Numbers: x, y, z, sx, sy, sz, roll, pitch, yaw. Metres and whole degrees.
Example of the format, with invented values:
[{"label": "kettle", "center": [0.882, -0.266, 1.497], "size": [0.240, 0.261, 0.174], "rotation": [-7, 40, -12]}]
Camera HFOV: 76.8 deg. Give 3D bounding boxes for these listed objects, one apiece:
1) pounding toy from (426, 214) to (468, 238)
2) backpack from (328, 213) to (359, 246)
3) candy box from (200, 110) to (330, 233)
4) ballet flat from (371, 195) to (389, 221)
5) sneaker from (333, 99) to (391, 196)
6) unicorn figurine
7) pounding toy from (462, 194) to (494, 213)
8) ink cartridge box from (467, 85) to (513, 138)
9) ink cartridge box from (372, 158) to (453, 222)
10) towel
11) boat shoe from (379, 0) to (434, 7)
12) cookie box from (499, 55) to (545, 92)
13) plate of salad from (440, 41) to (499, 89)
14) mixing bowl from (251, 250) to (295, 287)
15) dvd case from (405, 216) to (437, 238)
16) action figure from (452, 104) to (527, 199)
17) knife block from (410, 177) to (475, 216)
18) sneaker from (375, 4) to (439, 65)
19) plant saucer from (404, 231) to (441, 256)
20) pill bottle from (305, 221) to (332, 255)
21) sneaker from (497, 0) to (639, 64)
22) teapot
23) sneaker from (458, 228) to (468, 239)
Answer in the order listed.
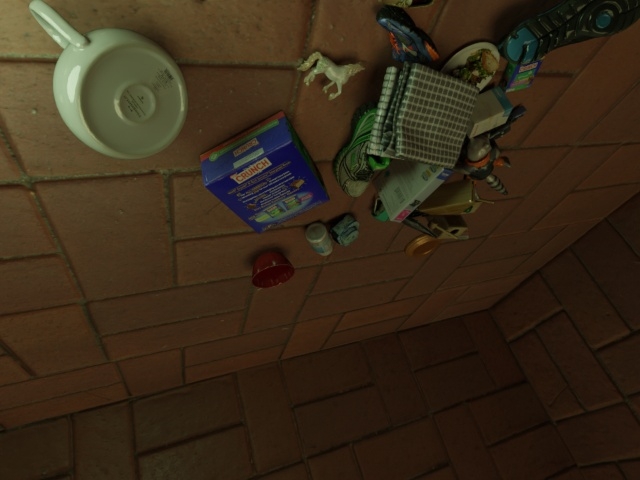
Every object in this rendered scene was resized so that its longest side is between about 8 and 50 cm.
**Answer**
[{"label": "pounding toy", "center": [0.530, -0.057, 1.758], "size": [0.205, 0.181, 0.094], "rotation": [-1, 145, -31]}, {"label": "backpack", "center": [0.105, -0.038, 1.601], "size": [0.114, 0.084, 0.105], "rotation": [-46, 157, -6]}, {"label": "candy box", "center": [-0.150, -0.180, 1.185], "size": [0.267, 0.122, 0.317], "rotation": [-25, 151, 8]}, {"label": "ballet flat", "center": [0.261, -0.161, 1.526], "size": [0.087, 0.083, 0.247], "rotation": [8, 140, -19]}, {"label": "sneaker", "center": [0.134, -0.244, 1.236], "size": [0.134, 0.147, 0.344], "rotation": [-11, 150, -17]}, {"label": "unicorn figurine", "center": [0.034, -0.407, 0.990], "size": [0.161, 0.060, 0.111], "rotation": [8, 140, -41]}, {"label": "pounding toy", "center": [0.603, -0.172, 1.658], "size": [0.129, 0.141, 0.100], "rotation": [-8, 148, -22]}, {"label": "ink cartridge box", "center": [0.501, -0.395, 1.261], "size": [0.143, 0.090, 0.092], "rotation": [-23, 163, 3]}, {"label": "ink cartridge box", "center": [0.313, -0.225, 1.339], "size": [0.065, 0.186, 0.311], "rotation": [6, 141, -34]}, {"label": "towel", "center": [0.278, -0.316, 1.057], "size": [0.283, 0.121, 0.235], "rotation": [0, 112, -36]}, {"label": "boat shoe", "center": [0.191, -0.538, 0.888], "size": [0.135, 0.045, 0.050], "rotation": [-13, 149, -15]}, {"label": "cookie box", "center": [0.600, -0.506, 1.208], "size": [0.091, 0.040, 0.107], "rotation": [-16, 149, -8]}, {"label": "plate of salad", "center": [0.421, -0.465, 1.154], "size": [0.199, 0.048, 0.200], "rotation": [-16, 151, -9]}, {"label": "mixing bowl", "center": [-0.202, 0.108, 1.649], "size": [0.181, 0.098, 0.182], "rotation": [-15, 149, -10]}, {"label": "dvd case", "center": [0.377, -0.071, 1.675], "size": [0.221, 0.164, 0.018], "rotation": [25, 94, -52]}, {"label": "action figure", "center": [0.608, -0.294, 1.429], "size": [0.341, 0.179, 0.330], "rotation": [-37, 150, 22]}, {"label": "knife block", "center": [0.420, -0.153, 1.518], "size": [0.241, 0.088, 0.276], "rotation": [1, 171, 1]}, {"label": "sneaker", "center": [0.202, -0.474, 0.971], "size": [0.221, 0.083, 0.087], "rotation": [16, 140, -44]}, {"label": "plant saucer", "center": [0.524, 0.028, 2.043], "size": [0.199, 0.037, 0.200], "rotation": [-15, 150, -9]}, {"label": "pill bottle", "center": [0.000, 0.000, 1.611], "size": [0.087, 0.087, 0.160], "rotation": [-23, 151, 3]}, {"label": "sneaker", "center": [0.623, -0.556, 1.020], "size": [0.340, 0.140, 0.125], "rotation": [-15, 114, 13]}, {"label": "teapot", "center": [-0.404, -0.294, 0.789], "size": [0.252, 0.187, 0.256], "rotation": [-16, 129, -48]}, {"label": "sneaker", "center": [0.667, -0.049, 2.005], "size": [0.134, 0.070, 0.051], "rotation": [8, 161, 9]}]
